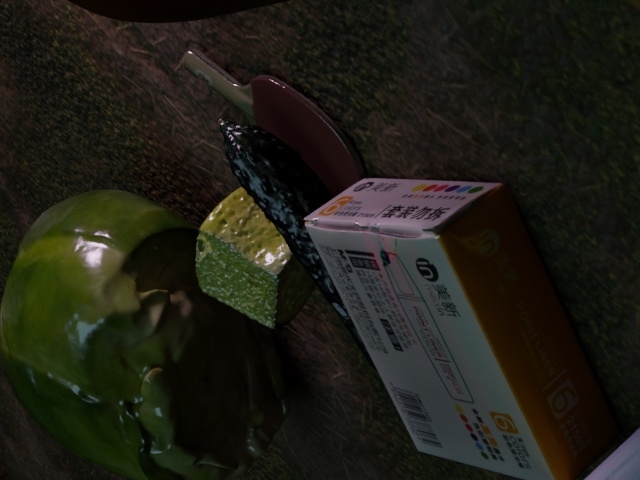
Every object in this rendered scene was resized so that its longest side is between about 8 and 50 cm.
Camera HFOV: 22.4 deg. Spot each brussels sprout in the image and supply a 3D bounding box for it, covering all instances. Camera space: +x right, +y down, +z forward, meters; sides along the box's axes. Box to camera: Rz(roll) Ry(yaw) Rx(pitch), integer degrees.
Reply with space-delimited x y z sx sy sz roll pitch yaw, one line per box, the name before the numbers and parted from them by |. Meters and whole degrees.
brussels sprout | -0.209 0.116 1.881 0.314 0.276 0.371 -8 124 48

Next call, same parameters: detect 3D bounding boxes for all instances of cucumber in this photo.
cucumber | 0.001 -0.001 1.546 0.300 0.072 0.072 53 156 -14

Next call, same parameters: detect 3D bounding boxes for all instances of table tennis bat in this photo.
table tennis bat | -0.044 -0.116 1.569 0.246 0.022 0.138 39 152 26

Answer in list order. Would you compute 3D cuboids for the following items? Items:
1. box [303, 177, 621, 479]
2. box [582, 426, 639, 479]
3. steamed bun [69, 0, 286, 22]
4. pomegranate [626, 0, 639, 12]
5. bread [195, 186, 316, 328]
box | 0.122 0.076 1.434 0.220 0.091 0.274 8 130 56
box | 0.316 0.207 1.248 0.190 0.112 0.370 48 157 12
steamed bun | -0.126 -0.316 1.104 0.235 0.248 0.379 -4 123 36
pomegranate | 0.213 -0.194 0.529 0.410 0.410 0.410 41 153 26
bread | -0.058 0.013 1.653 0.114 0.111 0.129 36 149 25
